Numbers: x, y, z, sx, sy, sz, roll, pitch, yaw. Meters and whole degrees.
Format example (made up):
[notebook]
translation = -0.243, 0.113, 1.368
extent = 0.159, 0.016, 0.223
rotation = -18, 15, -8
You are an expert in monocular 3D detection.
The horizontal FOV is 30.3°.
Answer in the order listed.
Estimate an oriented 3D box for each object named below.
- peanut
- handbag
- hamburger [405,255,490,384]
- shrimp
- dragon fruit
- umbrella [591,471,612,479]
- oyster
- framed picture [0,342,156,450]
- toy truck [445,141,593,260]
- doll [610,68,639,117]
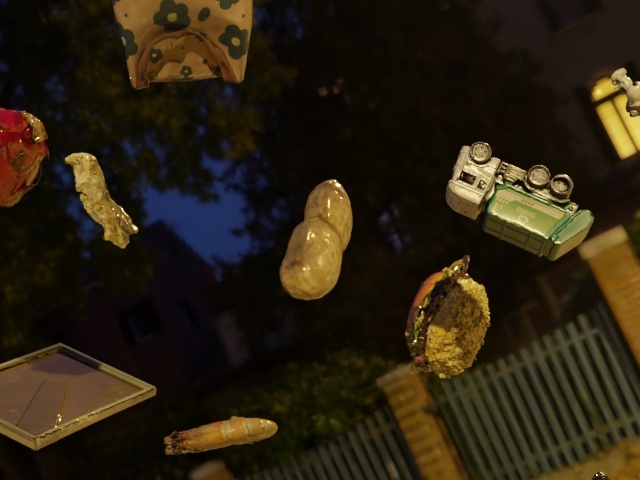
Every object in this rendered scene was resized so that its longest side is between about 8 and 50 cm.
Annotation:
[peanut]
translation = -0.001, 0.000, 1.820
extent = 0.085, 0.104, 0.228
rotation = 0, 43, 22
[handbag]
translation = -0.239, -0.374, 2.078
extent = 0.251, 0.193, 0.190
rotation = -3, 25, -7
[hamburger]
translation = 0.277, 0.169, 2.500
extent = 0.138, 0.262, 0.243
rotation = 16, 42, 27
[shrimp]
translation = -0.150, 0.291, 1.763
extent = 0.180, 0.041, 0.099
rotation = -12, -14, 11
[dragon fruit]
translation = -0.483, -0.096, 1.616
extent = 0.246, 0.125, 0.125
rotation = -16, -37, 12
[umbrella]
translation = 0.448, 0.396, 1.788
extent = 0.031, 0.133, 0.036
rotation = 12, 63, 50
[oyster]
translation = -0.399, -0.069, 2.191
extent = 0.061, 0.106, 0.200
rotation = -17, -38, 22
[framed picture]
translation = -0.459, 0.255, 1.994
extent = 0.232, 0.024, 0.315
rotation = 20, 18, 26
[toy truck]
translation = 0.339, -0.065, 2.017
extent = 0.114, 0.253, 0.124
rotation = 88, -153, -67
[doll]
translation = 0.458, -0.217, 1.745
extent = 0.040, 0.058, 0.085
rotation = -23, 24, -4
